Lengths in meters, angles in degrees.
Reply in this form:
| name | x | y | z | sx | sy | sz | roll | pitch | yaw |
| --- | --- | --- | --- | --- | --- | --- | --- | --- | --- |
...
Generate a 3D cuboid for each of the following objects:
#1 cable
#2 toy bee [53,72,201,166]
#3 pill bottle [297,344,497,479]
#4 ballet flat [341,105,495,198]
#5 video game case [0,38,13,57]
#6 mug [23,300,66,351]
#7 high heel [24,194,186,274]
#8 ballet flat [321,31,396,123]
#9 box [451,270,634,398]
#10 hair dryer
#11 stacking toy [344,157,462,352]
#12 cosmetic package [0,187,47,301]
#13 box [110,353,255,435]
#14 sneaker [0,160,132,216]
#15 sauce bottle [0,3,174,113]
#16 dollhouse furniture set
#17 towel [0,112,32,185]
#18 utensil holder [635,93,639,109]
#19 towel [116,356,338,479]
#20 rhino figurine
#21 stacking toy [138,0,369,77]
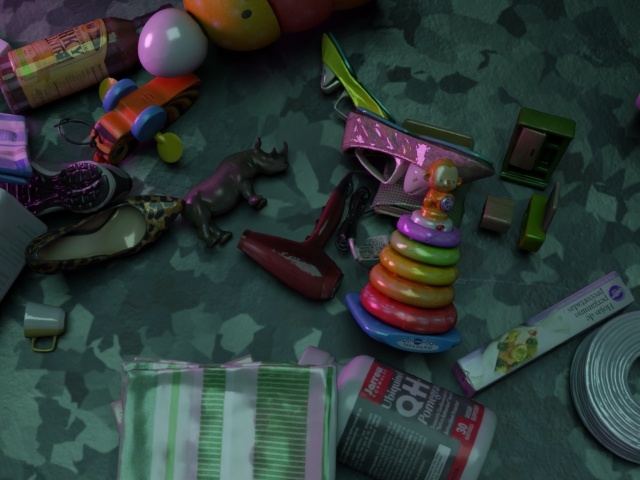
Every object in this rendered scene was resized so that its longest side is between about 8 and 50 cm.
| name | x | y | z | sx | sy | sz | roll | pitch | yaw |
| --- | --- | --- | --- | --- | --- | --- | --- | --- | --- |
| cable | 0.544 | 0.240 | 1.627 | 0.257 | 0.089 | 0.257 | 8 | 71 | 2 |
| toy bee | -0.352 | -0.206 | 1.755 | 0.298 | 0.162 | 0.195 | -13 | 60 | -32 |
| pill bottle | 0.102 | 0.287 | 1.556 | 0.318 | 0.176 | 0.176 | 23 | 72 | 7 |
| ballet flat | 0.155 | -0.133 | 1.665 | 0.316 | 0.107 | 0.106 | 29 | 96 | 43 |
| video game case | -0.744 | -0.322 | 1.819 | 0.269 | 0.061 | 0.244 | 30 | 72 | 9 |
| mug | -0.463 | 0.141 | 1.668 | 0.064 | 0.078 | 0.062 | 4 | 37 | -9 |
| high heel | -0.352 | -0.010 | 1.632 | 0.261 | 0.186 | 0.093 | -22 | 93 | 2 |
| ballet flat | 0.047 | -0.280 | 1.816 | 0.077 | 0.077 | 0.231 | -35 | 76 | 5 |
| box | 0.375 | 0.159 | 1.666 | 0.324 | 0.067 | 0.063 | -27 | 74 | -11 |
| hair dryer | 0.000 | 0.000 | 1.723 | 0.293 | 0.080 | 0.224 | -8 | 61 | -14 |
| stacking toy | 0.166 | 0.014 | 1.580 | 0.175 | 0.166 | 0.302 | 9 | 108 | -19 |
| cosmetic package | -0.674 | 0.096 | 1.584 | 0.230 | 0.161 | 0.453 | 25 | 75 | 21 |
| box | -0.195 | 0.288 | 1.565 | 0.232 | 0.148 | 0.127 | -18 | 73 | -7 |
| sneaker | -0.446 | -0.090 | 1.709 | 0.271 | 0.108 | 0.100 | 4 | 96 | 27 |
| sauce bottle | -0.420 | -0.342 | 1.807 | 0.344 | 0.111 | 0.111 | -25 | 73 | -11 |
| dollhouse furniture set | 0.260 | -0.126 | 1.697 | 0.301 | 0.151 | 0.197 | 15 | 57 | 4 |
| towel | -0.586 | -0.170 | 1.646 | 0.209 | 0.285 | 0.034 | 9 | 112 | -22 |
| utensil holder | 0.787 | -0.239 | 1.686 | 0.385 | 0.327 | 0.327 | 39 | 74 | 15 |
| towel | -0.137 | 0.297 | 1.456 | 0.324 | 0.038 | 0.248 | 0 | 77 | 1 |
| rhino figurine | -0.145 | -0.097 | 1.744 | 0.106 | 0.073 | 0.243 | 42 | 73 | 10 |
| stacking toy | -0.118 | -0.447 | 1.747 | 0.480 | 0.350 | 0.350 | -43 | 76 | -7 |
